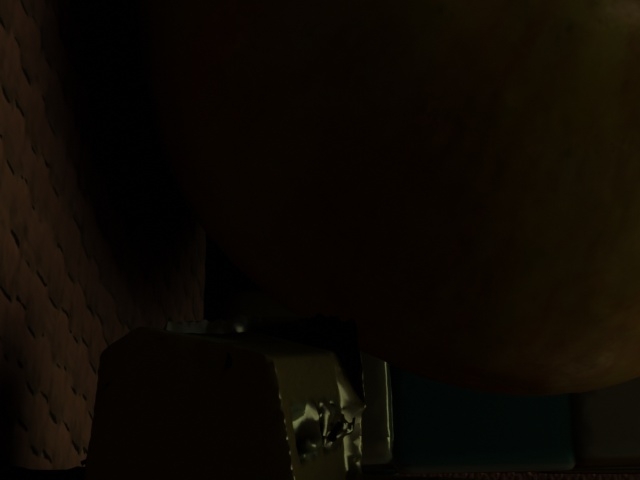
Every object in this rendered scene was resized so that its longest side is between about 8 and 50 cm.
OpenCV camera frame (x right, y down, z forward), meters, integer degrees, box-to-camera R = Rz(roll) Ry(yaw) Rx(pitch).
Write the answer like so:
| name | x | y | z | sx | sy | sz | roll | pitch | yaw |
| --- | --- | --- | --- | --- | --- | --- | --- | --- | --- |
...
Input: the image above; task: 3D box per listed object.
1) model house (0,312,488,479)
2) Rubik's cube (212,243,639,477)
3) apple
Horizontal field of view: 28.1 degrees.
| name | x | y | z | sx | sy | sz | roll | pitch | yaw |
| --- | --- | --- | --- | --- | --- | --- | --- | --- | --- |
| model house | -0.012 | 0.116 | 0.471 | 0.248 | 0.181 | 0.176 | 29 | 61 | -78 |
| Rubik's cube | 0.113 | 0.005 | 0.968 | 0.347 | 0.345 | 0.346 | 67 | 21 | -79 |
| apple | 0.090 | -0.118 | 0.642 | 0.346 | 0.392 | 0.391 | 122 | -30 | -72 |
